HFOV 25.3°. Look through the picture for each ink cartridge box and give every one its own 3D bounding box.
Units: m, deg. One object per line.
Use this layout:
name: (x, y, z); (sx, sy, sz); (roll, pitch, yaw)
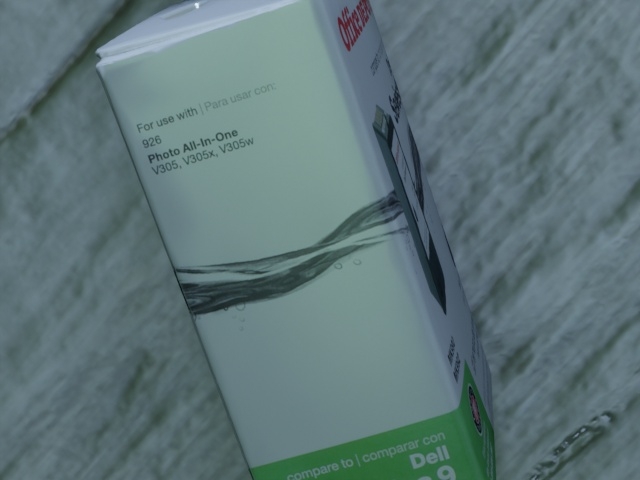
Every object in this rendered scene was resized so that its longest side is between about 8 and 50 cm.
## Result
ink cartridge box: (0.000, 0.000, 0.792); (0.122, 0.211, 0.289); (-16, 105, 10)
